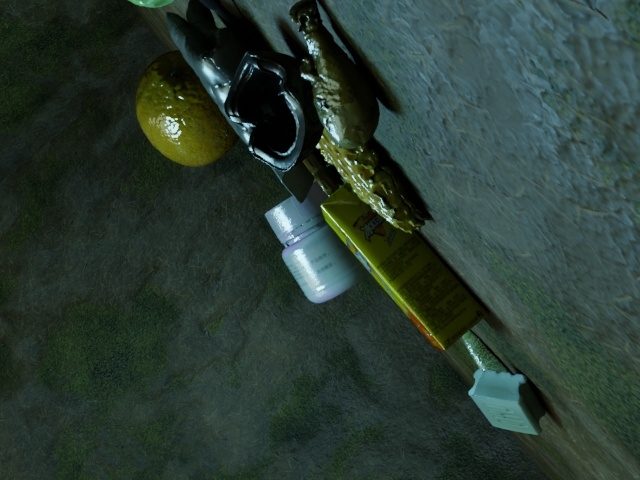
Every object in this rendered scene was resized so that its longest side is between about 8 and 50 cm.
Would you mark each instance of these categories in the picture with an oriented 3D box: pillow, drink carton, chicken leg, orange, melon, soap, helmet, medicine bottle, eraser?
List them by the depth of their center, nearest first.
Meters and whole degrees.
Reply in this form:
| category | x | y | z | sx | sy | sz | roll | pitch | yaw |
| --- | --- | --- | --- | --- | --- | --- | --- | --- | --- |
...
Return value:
| category | x | y | z | sx | sy | sz | roll | pitch | yaw |
| --- | --- | --- | --- | --- | --- | --- | --- | --- | --- |
| chicken leg | 0.009 | -0.183 | 0.769 | 0.093 | 0.070 | 0.178 | 22 | 150 | 45 |
| helmet | -0.050 | -0.197 | 1.015 | 0.177 | 0.107 | 0.153 | 54 | 141 | 11 |
| pillow | -0.180 | -0.314 | 1.298 | 0.228 | 0.101 | 0.326 | 57 | 180 | -37 |
| drink carton | 0.153 | 0.042 | 1.316 | 0.351 | 0.111 | 0.154 | 50 | 177 | 9 |
| soap | 0.409 | 0.353 | 1.510 | 0.119 | 0.066 | 0.198 | 1 | 148 | 32 |
| melon | 0.389 | 0.273 | 1.627 | 0.182 | 0.054 | 0.098 | 49 | -167 | 9 |
| eraser | -0.115 | -0.239 | 1.820 | 0.111 | 0.077 | 0.352 | 46 | -173 | -46 |
| medicine bottle | 0.000 | 0.000 | 1.983 | 0.302 | 0.241 | 0.241 | 58 | 178 | -4 |
| orange | -0.381 | -0.390 | 2.021 | 0.322 | 0.322 | 0.357 | 48 | 172 | 22 |

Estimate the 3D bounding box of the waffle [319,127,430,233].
| category | x | y | z | sx | sy | sz | roll | pitch | yaw |
| --- | --- | --- | --- | --- | --- | --- | --- | --- | --- |
| waffle | 0.065 | -0.116 | 1.095 | 0.245 | 0.052 | 0.254 | 51 | 178 | -29 |

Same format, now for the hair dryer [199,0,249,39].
| category | x | y | z | sx | sy | sz | roll | pitch | yaw |
| --- | --- | --- | --- | --- | --- | --- | --- | --- | --- |
| hair dryer | -0.184 | -0.401 | 1.017 | 0.304 | 0.120 | 0.359 | 30 | 177 | 36 |

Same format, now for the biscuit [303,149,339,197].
| category | x | y | z | sx | sy | sz | roll | pitch | yaw |
| --- | --- | --- | --- | --- | --- | --- | --- | --- | --- |
| biscuit | -0.015 | -0.183 | 1.619 | 0.301 | 0.049 | 0.197 | 52 | -174 | -38 |

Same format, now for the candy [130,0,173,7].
| category | x | y | z | sx | sy | sz | roll | pitch | yaw |
| --- | --- | --- | --- | --- | --- | --- | --- | --- | --- |
| candy | -0.376 | -0.568 | 1.262 | 0.142 | 0.132 | 0.343 | -19 | -118 | -45 |

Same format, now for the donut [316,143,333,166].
| category | x | y | z | sx | sy | sz | roll | pitch | yaw |
| --- | --- | --- | --- | --- | --- | --- | --- | --- | --- |
| donut | 0.000 | -0.174 | 1.246 | 0.038 | 0.067 | 0.083 | 84 | -177 | -57 |
